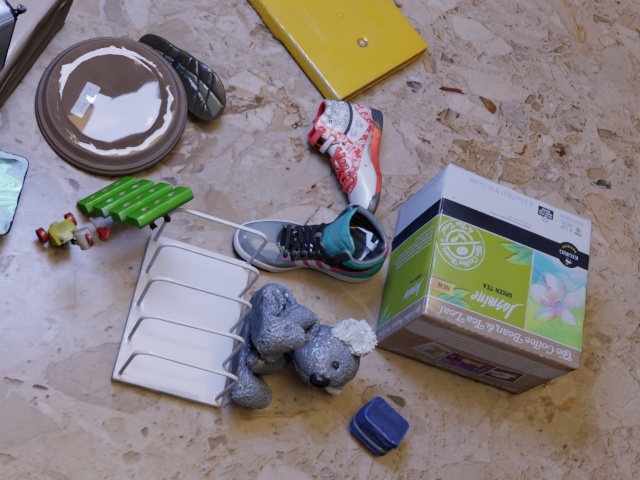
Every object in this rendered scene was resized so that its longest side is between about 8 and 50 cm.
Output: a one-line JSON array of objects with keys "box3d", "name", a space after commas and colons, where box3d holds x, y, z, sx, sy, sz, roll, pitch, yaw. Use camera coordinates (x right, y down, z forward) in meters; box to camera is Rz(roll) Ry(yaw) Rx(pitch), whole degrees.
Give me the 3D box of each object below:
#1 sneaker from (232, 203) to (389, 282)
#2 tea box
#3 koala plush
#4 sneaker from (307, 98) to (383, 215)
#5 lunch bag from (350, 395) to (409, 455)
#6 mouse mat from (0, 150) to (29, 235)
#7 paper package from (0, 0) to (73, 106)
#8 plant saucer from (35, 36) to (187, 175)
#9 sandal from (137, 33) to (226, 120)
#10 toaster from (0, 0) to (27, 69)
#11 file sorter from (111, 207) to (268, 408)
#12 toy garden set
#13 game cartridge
[{"box3d": [0.000, 0.000, 1.798, 0.296, 0.178, 0.123, 9, 66, -19], "name": "sneaker"}, {"box3d": [0.315, 0.082, 1.873, 0.329, 0.220, 0.323, 19, 63, -15], "name": "tea box"}, {"box3d": [-0.025, 0.188, 1.709, 0.221, 0.196, 0.203, 18, 34, -14], "name": "koala plush"}, {"box3d": [0.043, -0.160, 1.937, 0.145, 0.090, 0.270, 13, 61, -16], "name": "sneaker"}, {"box3d": [0.107, 0.341, 1.768, 0.098, 0.065, 0.067, 44, 44, 1], "name": "lunch bag"}, {"box3d": [-0.596, -0.098, 1.626, 0.190, 0.007, 0.152, 16, 64, -18], "name": "mouse mat"}, {"box3d": [-0.647, -0.406, 1.703, 0.325, 0.168, 0.309, 30, 60, -10], "name": "paper package"}, {"box3d": [-0.383, -0.255, 1.797, 0.278, 0.041, 0.277, 3, 74, -11], "name": "plant saucer"}, {"box3d": [-0.266, -0.317, 1.889, 0.219, 0.060, 0.090, 36, 95, 10], "name": "sandal"}, {"box3d": [-0.564, -0.352, 1.517, 0.168, 0.186, 0.110, 49, 57, 0], "name": "toaster"}, {"box3d": [-0.216, 0.113, 1.664, 0.193, 0.173, 0.277, 18, 64, -15], "name": "file sorter"}, {"box3d": [-0.351, -0.033, 1.653, 0.204, 0.244, 0.049, -33, 116, -28], "name": "toy garden set"}, {"box3d": [0.034, -0.471, 2.090, 0.285, 0.052, 0.323, -34, 82, -30], "name": "game cartridge"}]
